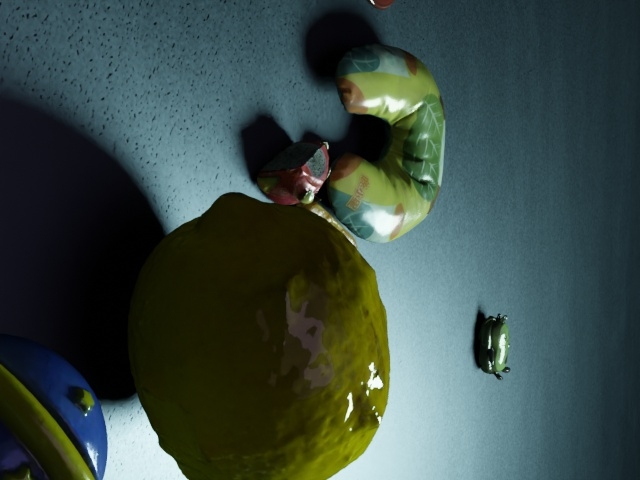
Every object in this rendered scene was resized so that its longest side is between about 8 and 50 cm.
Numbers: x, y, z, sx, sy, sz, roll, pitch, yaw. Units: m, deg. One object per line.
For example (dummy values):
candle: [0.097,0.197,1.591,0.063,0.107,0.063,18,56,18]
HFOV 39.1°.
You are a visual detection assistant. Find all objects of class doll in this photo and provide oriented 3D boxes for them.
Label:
doll: [-0.272,0.132,0.561,0.242,0.159,0.311,-44,109,-27]

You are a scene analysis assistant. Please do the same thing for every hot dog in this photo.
hot dog: [0.000,0.000,1.021,0.133,0.041,0.056,42,48,-49]

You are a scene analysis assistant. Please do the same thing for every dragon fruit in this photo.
dragon fruit: [-0.021,-0.065,0.954,0.083,0.056,0.060,-45,131,-45]

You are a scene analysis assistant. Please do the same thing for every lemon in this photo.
lemon: [-0.052,0.091,0.787,0.233,0.233,0.288,-41,128,-45]

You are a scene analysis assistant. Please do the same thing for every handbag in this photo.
handbag: [0.285,0.171,1.482,0.072,0.047,0.111,-31,124,-51]

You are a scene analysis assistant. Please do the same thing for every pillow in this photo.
pillow: [0.076,-0.113,1.076,0.214,0.086,0.234,1,99,-51]

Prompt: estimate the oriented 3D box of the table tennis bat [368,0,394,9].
table tennis bat: [0.081,-0.356,1.087,0.098,0.019,0.155,24,80,-56]
